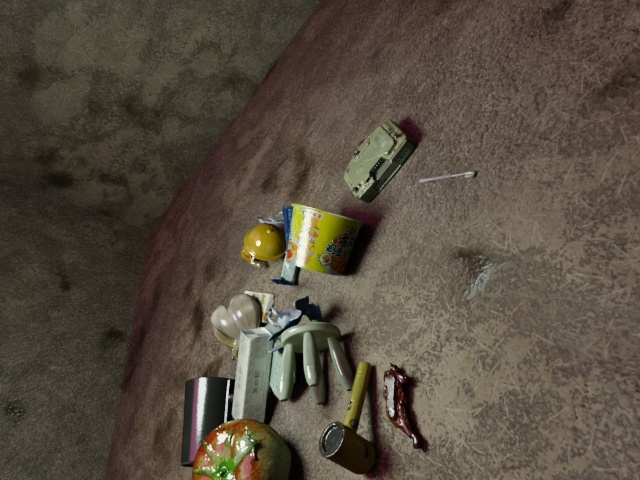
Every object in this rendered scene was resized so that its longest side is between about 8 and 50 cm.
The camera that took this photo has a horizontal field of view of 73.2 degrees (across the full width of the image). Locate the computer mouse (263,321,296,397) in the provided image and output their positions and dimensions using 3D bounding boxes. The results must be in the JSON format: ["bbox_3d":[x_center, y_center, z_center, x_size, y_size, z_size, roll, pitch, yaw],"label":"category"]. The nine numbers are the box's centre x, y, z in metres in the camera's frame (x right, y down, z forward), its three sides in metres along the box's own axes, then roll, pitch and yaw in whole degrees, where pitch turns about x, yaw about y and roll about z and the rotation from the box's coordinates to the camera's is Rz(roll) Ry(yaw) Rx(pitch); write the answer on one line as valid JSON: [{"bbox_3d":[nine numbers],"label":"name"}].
[{"bbox_3d":[-0.138,0.417,1.534,0.288,0.096,0.160,53,129,46],"label":"computer mouse"}]

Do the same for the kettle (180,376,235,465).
[{"bbox_3d":[-0.408,0.710,1.691,0.203,0.262,0.308,99,168,-58],"label":"kettle"}]

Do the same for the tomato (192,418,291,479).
[{"bbox_3d":[-0.237,0.712,1.345,0.303,0.239,0.304,-11,63,23],"label":"tomato"}]

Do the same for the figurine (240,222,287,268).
[{"bbox_3d":[-0.262,0.021,1.881,0.256,0.167,0.192,-25,38,45],"label":"figurine"}]

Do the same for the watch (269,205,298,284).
[{"bbox_3d":[-0.127,0.035,1.628,0.274,0.068,0.277,59,-140,-76],"label":"watch"}]

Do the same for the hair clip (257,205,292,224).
[{"bbox_3d":[-0.175,-0.105,1.851,0.116,0.172,0.049,11,117,47],"label":"hair clip"}]

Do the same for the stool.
[{"bbox_3d":[-0.025,0.375,1.313,0.195,0.195,0.199,-37,44,36],"label":"stool"}]

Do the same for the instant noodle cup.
[{"bbox_3d":[0.000,0.000,1.472,0.264,0.264,0.200,17,92,57],"label":"instant noodle cup"}]

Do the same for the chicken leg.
[{"bbox_3d":[0.201,0.419,1.102,0.089,0.048,0.219,-40,41,38],"label":"chicken leg"}]

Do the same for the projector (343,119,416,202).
[{"bbox_3d":[0.191,-0.288,1.516,0.270,0.088,0.194,-51,39,22],"label":"projector"}]

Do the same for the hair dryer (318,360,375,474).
[{"bbox_3d":[0.101,0.469,1.171,0.090,0.135,0.279,-26,33,45],"label":"hair dryer"}]

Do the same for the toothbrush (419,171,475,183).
[{"bbox_3d":[0.369,-0.185,1.269,0.194,0.014,0.017,3,73,55],"label":"toothbrush"}]

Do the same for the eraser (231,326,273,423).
[{"bbox_3d":[-0.245,0.516,1.521,0.098,0.096,0.404,18,102,58],"label":"eraser"}]

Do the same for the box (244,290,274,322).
[{"bbox_3d":[-0.281,0.285,1.872,0.220,0.032,0.122,-3,70,53],"label":"box"}]

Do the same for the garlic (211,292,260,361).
[{"bbox_3d":[-0.349,0.352,1.823,0.210,0.238,0.292,-25,48,-16],"label":"garlic"}]

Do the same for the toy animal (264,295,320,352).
[{"bbox_3d":[-0.092,0.260,1.427,0.255,0.176,0.239,-71,0,-60],"label":"toy animal"}]
